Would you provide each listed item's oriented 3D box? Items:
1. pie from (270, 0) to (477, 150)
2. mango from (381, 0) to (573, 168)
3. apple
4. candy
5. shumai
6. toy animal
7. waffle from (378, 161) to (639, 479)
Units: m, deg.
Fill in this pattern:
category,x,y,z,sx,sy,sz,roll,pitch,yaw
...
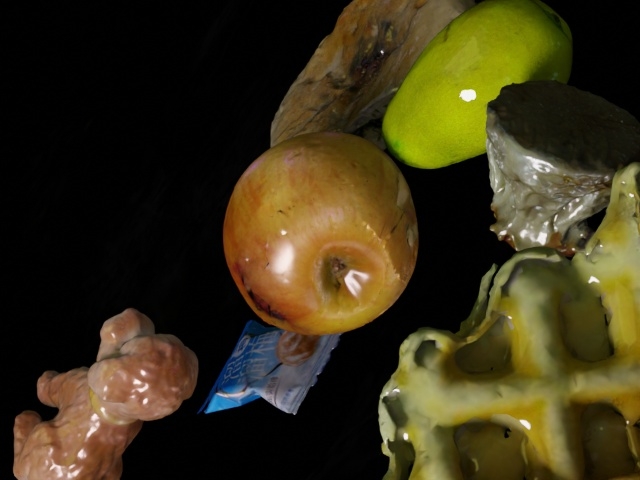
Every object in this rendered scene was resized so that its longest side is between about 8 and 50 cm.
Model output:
category,x,y,z,sx,sy,sz,roll,pitch,yaw
pie,0.042,-0.139,1.315,0.218,0.052,0.185,-36,30,38
mango,0.106,-0.109,1.110,0.117,0.089,0.163,-46,9,-24
apple,0.000,0.000,1.146,0.146,0.146,0.146,-42,31,34
candy,-0.036,0.096,1.242,0.136,0.038,0.088,-7,45,51
shumai,0.143,-0.039,1.001,0.124,0.099,0.087,-46,-26,-58
toy animal,-0.177,0.163,1.362,0.185,0.104,0.184,-32,37,38
waffle,0.156,0.135,0.590,0.297,0.317,0.073,-55,-15,-17
